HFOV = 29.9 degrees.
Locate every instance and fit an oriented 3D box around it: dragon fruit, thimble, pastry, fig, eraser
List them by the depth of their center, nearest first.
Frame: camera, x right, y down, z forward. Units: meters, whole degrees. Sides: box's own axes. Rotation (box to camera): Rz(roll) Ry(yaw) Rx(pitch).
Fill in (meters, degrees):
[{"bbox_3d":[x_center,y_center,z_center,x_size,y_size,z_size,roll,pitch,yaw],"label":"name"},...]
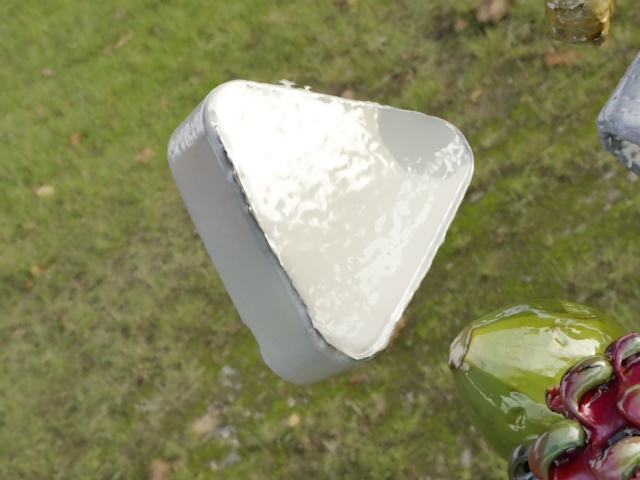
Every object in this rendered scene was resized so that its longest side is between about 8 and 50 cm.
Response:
[{"bbox_3d":[0.255,0.168,0.968,0.272,0.198,0.218,-14,5,22],"label":"dragon fruit"},{"bbox_3d":[0.276,-0.279,1.279,0.081,0.153,0.153,9,47,16],"label":"pastry"},{"bbox_3d":[0.375,-0.124,1.284,0.118,0.151,0.127,-56,24,-6],"label":"thimble"},{"bbox_3d":[0.000,0.000,1.321,0.331,0.331,0.150,-57,11,-31],"label":"eraser"},{"bbox_3d":[0.264,0.162,1.369,0.207,0.230,0.207,-20,49,25],"label":"fig"}]
